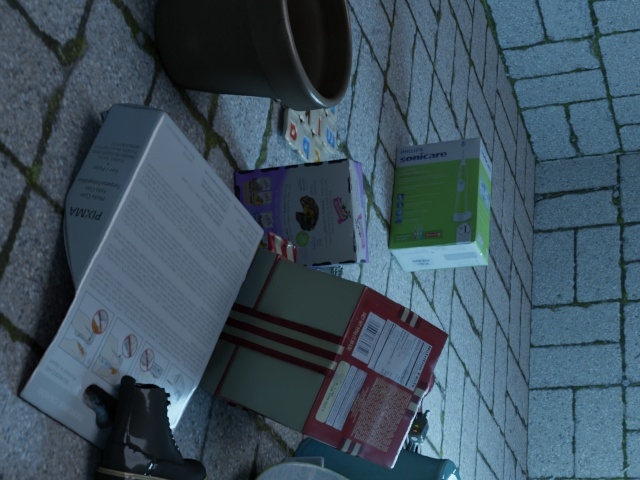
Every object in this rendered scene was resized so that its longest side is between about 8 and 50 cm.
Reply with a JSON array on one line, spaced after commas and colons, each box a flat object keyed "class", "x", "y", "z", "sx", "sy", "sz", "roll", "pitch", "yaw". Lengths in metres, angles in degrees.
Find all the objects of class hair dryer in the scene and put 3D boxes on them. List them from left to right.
[{"class": "hair dryer", "x": 0.201, "y": 0.372, "z": 2.397, "sx": 0.223, "sy": 0.080, "sz": 0.293, "roll": 98, "pitch": 5, "yaw": -49}]

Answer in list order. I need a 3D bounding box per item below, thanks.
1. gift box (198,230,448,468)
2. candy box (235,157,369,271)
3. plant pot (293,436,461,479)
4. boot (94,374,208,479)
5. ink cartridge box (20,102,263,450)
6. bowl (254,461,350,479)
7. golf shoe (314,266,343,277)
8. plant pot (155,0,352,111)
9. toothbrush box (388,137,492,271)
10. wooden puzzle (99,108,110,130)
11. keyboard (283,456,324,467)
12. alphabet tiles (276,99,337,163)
[{"class": "gift box", "x": -0.013, "y": 0.151, "z": 1.553, "sx": 0.276, "sy": 0.258, "sz": 0.255, "roll": 38, "pitch": 74, "yaw": -43}, {"class": "candy box", "x": -0.029, "y": -0.037, "z": 1.705, "sx": 0.070, "sy": 0.196, "sz": 0.164, "roll": 6, "pitch": 80, "yaw": -70}, {"class": "plant pot", "x": 0.107, "y": 0.472, "z": 1.852, "sx": 0.272, "sy": 0.255, "sz": 0.271, "roll": -5, "pitch": 90, "yaw": -69}, {"class": "boot", "x": -0.193, "y": 0.245, "z": 1.345, "sx": 0.198, "sy": 0.077, "sz": 0.137, "roll": 25, "pitch": 74, "yaw": -64}, {"class": "ink cartridge box", "x": -0.234, "y": 0.070, "z": 1.365, "sx": 0.385, "sy": 0.091, "sz": 0.308, "roll": -67, "pitch": 149, "yaw": -21}, {"class": "bowl", "x": -0.016, "y": 0.494, "z": 1.624, "sx": 0.156, "sy": 0.289, "sz": 0.289, "roll": -58, "pitch": 172, "yaw": 24}, {"class": "golf shoe", "x": 0.000, "y": 0.000, "z": 1.956, "sx": 0.086, "sy": 0.069, "sz": 0.176, "roll": -83, "pitch": 157, "yaw": -43}, {"class": "plant pot", "x": -0.104, "y": -0.306, "z": 1.532, "sx": 0.263, "sy": 0.229, "sz": 0.263, "roll": -5, "pitch": 90, "yaw": -69}, {"class": "toothbrush box", "x": 0.281, "y": -0.082, "z": 2.494, "sx": 0.122, "sy": 0.206, "sz": 0.283, "roll": 51, "pitch": 38, "yaw": -54}, {"class": "wooden puzzle", "x": -0.263, "y": -0.148, "z": 1.394, "sx": 0.083, "sy": 0.006, "sz": 0.049, "roll": -47, "pitch": 129, "yaw": -62}, {"class": "keyboard", "x": -0.031, "y": 0.481, "z": 1.746, "sx": 0.014, "sy": 0.072, "sz": 0.256, "roll": 43, "pitch": 46, "yaw": -66}, {"class": "alphabet tiles", "x": -0.029, "y": -0.276, "z": 2.004, "sx": 0.284, "sy": 0.021, "sz": 0.277, "roll": 43, "pitch": 46, "yaw": -60}]
